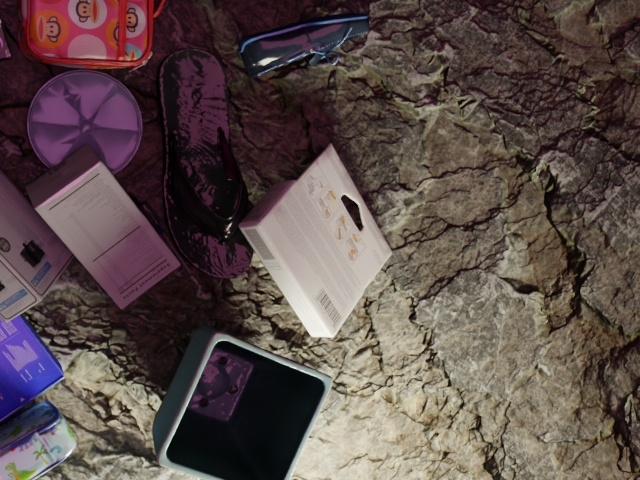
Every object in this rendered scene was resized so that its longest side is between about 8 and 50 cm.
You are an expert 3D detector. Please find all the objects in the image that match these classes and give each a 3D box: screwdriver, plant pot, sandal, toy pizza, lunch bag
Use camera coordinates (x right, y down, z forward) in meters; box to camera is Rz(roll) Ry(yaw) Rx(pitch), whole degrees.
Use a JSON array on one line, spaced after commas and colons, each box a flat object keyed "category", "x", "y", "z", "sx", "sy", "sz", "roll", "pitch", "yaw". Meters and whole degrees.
[{"category": "screwdriver", "x": -0.296, "y": -0.004, "z": 1.638, "sx": 0.024, "sy": 0.025, "sz": 0.170, "roll": -37, "pitch": 117, "yaw": -14}, {"category": "plant pot", "x": -0.172, "y": 0.296, "z": 1.595, "sx": 0.247, "sy": 0.252, "sz": 0.247, "roll": 26, "pitch": 87, "yaw": -23}, {"category": "sandal", "x": -0.219, "y": -0.134, "z": 1.599, "sx": 0.168, "sy": 0.107, "sz": 0.445, "roll": -14, "pitch": 102, "yaw": -19}, {"category": "toy pizza", "x": -0.424, "y": -0.207, "z": 1.544, "sx": 0.201, "sy": 0.032, "sz": 0.201, "roll": -5, "pitch": 105, "yaw": -18}, {"category": "lunch bag", "x": -0.391, "y": -0.445, "z": 1.492, "sx": 0.258, "sy": 0.120, "sz": 0.293, "roll": -1, "pitch": 98, "yaw": -26}, {"category": "lunch bag", "x": -0.546, "y": 0.376, "z": 1.500, "sx": 0.219, "sy": 0.176, "sz": 0.090, "roll": -31, "pitch": 102, "yaw": -17}]

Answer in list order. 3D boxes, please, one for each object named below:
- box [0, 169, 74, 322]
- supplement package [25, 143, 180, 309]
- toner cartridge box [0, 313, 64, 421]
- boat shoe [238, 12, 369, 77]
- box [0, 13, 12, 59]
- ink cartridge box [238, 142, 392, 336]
[{"category": "box", "x": -0.564, "y": -0.026, "z": 1.435, "sx": 0.087, "sy": 0.169, "sz": 0.290, "roll": -30, "pitch": 109, "yaw": 21}, {"category": "supplement package", "x": -0.382, "y": -0.024, "z": 1.507, "sx": 0.139, "sy": 0.134, "sz": 0.244, "roll": -37, "pitch": 120, "yaw": -9}, {"category": "toner cartridge box", "x": -0.619, "y": 0.145, "z": 1.493, "sx": 0.165, "sy": 0.075, "sz": 0.347, "roll": -35, "pitch": 108, "yaw": -13}, {"category": "boat shoe", "x": -0.028, "y": -0.380, "z": 1.661, "sx": 0.258, "sy": 0.109, "sz": 0.089, "roll": -14, "pitch": 110, "yaw": -3}, {"category": "box", "x": -0.570, "y": -0.347, "z": 1.462, "sx": 0.062, "sy": 0.052, "sz": 0.083, "roll": -16, "pitch": 104, "yaw": -20}, {"category": "ink cartridge box", "x": 0.000, "y": 0.000, "z": 1.707, "sx": 0.261, "sy": 0.066, "sz": 0.296, "roll": -51, "pitch": 122, "yaw": -36}]
